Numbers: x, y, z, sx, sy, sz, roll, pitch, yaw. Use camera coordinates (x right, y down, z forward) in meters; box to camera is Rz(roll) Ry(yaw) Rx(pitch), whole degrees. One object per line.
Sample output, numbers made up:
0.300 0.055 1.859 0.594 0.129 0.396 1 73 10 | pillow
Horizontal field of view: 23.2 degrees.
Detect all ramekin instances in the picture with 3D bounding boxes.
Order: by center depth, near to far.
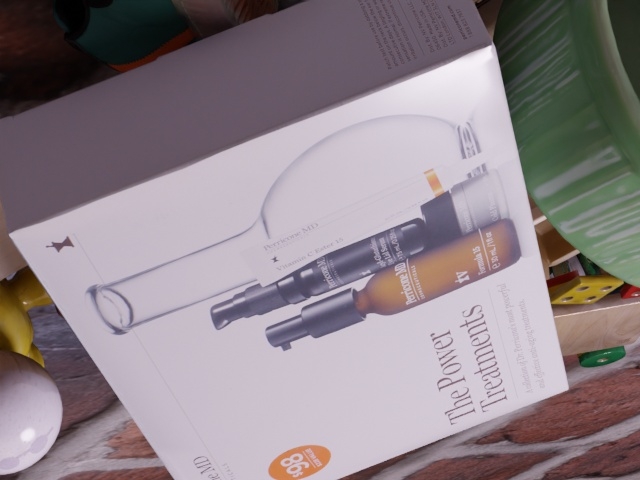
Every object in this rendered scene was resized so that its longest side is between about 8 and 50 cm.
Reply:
0.257 -0.108 0.999 0.303 0.303 0.148 -1 164 -27 | ramekin

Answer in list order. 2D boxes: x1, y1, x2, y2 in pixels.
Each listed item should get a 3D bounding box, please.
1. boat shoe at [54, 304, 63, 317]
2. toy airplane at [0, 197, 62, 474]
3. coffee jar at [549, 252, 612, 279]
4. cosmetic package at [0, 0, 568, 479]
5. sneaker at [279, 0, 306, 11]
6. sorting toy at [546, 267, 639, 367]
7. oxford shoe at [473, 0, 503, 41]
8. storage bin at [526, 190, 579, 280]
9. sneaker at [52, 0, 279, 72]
-0.130 0.056 1.433 0.123 0.123 0.342 -22 157 24 | boat shoe
-0.267 0.034 1.089 0.386 0.272 0.384 -47 155 28 | toy airplane
0.299 0.012 1.613 0.096 0.079 0.184 -17 162 -20 | coffee jar
-0.006 0.021 1.000 0.284 0.097 0.377 -20 142 2 | cosmetic package
0.044 -0.103 1.137 0.103 0.111 0.252 -20 158 19 | sneaker
0.234 0.060 1.410 0.132 0.046 0.274 -9 160 -7 | sorting toy
0.268 -0.105 1.178 0.397 0.146 0.140 12 152 -29 | oxford shoe
0.216 -0.033 1.397 0.260 0.123 0.262 8 151 -42 | storage bin
-0.097 -0.146 0.978 0.121 0.108 0.302 8 161 7 | sneaker
